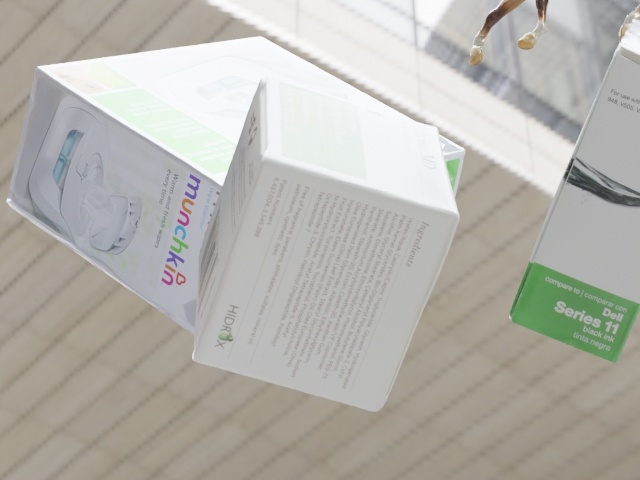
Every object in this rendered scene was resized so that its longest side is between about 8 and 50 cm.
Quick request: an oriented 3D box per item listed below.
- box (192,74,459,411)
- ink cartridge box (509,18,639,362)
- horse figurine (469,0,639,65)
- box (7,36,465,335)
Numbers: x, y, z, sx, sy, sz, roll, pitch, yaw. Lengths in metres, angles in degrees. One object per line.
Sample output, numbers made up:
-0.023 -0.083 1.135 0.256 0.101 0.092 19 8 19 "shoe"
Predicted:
0.000 0.000 0.742 0.087 0.101 0.102 17 -66 -10 "box"
0.218 -0.040 1.225 0.087 0.153 0.208 22 -70 8 "ink cartridge box"
0.233 -0.227 1.456 0.263 0.174 0.066 2 -31 21 "horse figurine"
-0.063 -0.046 1.328 0.262 0.231 0.127 -15 -51 -48 "box"
